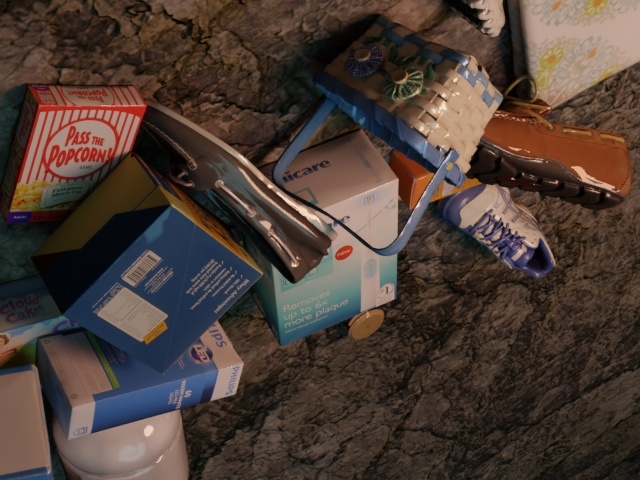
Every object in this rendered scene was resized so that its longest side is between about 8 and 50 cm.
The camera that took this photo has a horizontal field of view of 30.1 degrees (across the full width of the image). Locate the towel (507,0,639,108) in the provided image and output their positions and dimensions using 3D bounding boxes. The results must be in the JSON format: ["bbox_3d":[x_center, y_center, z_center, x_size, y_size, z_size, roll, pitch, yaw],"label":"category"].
[{"bbox_3d":[0.426,-0.382,1.774,0.320,0.090,0.374,-27,144,-5],"label":"towel"}]

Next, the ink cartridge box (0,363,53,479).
[{"bbox_3d":[-0.526,0.345,1.693,0.285,0.166,0.395,-9,153,-15],"label":"ink cartridge box"}]

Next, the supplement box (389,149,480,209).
[{"bbox_3d":[0.229,-0.131,1.915,0.233,0.078,0.080,-20,143,-18],"label":"supplement box"}]

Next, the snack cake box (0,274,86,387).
[{"bbox_3d":[-0.378,0.125,1.723,0.264,0.089,0.152,-15,142,-25],"label":"snack cake box"}]

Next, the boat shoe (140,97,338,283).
[{"bbox_3d":[-0.120,-0.060,1.589,0.335,0.112,0.095,37,83,-25],"label":"boat shoe"}]

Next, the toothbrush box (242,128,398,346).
[{"bbox_3d":[0.000,0.000,1.846,0.216,0.126,0.295,-21,142,-16],"label":"toothbrush box"}]

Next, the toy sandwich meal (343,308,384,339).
[{"bbox_3d":[0.077,0.146,2.164,0.085,0.029,0.085,-26,147,-18],"label":"toy sandwich meal"}]

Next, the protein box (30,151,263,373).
[{"bbox_3d":[-0.228,0.033,1.577,0.200,0.136,0.201,-45,136,5],"label":"protein box"}]

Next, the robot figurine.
[{"bbox_3d":[-0.318,0.325,1.908,0.353,0.200,0.300,91,22,-49],"label":"robot figurine"}]

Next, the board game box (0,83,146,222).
[{"bbox_3d":[-0.321,-0.110,1.529,0.147,0.045,0.193,-5,135,-35],"label":"board game box"}]

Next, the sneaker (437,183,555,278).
[{"bbox_3d":[0.320,-0.022,2.072,0.112,0.131,0.296,-46,142,19],"label":"sneaker"}]

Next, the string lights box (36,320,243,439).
[{"bbox_3d":[-0.256,0.180,1.692,0.260,0.133,0.077,-11,138,-29],"label":"string lights box"}]

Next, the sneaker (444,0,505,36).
[{"bbox_3d":[0.207,-0.382,1.588,0.118,0.110,0.292,-42,145,-4],"label":"sneaker"}]

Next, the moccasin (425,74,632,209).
[{"bbox_3d":[0.309,-0.161,1.819,0.380,0.147,0.139,12,163,-13],"label":"moccasin"}]

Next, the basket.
[{"bbox_3d":[0.085,-0.148,1.642,0.201,0.255,0.289,27,95,-53],"label":"basket"}]

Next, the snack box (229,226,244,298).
[{"bbox_3d":[-0.170,0.051,1.845,0.100,0.037,0.141,-20,142,-17],"label":"snack box"}]
